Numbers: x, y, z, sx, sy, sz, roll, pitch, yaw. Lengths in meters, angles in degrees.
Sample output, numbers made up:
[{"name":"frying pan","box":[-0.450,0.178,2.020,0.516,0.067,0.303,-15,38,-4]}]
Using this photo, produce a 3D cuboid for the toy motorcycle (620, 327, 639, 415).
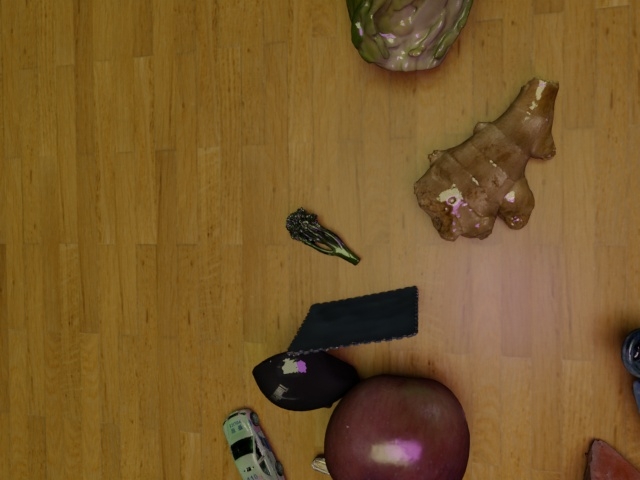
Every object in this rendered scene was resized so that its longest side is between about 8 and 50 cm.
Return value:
[{"name":"toy motorcycle","box":[0.718,0.295,0.944,0.182,0.240,0.320,-16,94,54]}]

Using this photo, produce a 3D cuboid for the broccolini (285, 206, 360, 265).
[{"name":"broccolini","box":[0.007,-0.004,1.164,0.202,0.068,0.091,33,112,-4]}]

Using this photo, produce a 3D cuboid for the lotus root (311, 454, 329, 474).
[{"name":"lotus root","box":[0.021,0.547,1.176,0.083,0.030,0.038,15,93,12]}]

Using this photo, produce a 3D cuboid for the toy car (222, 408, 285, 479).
[{"name":"toy car","box":[-0.172,0.536,1.202,0.090,0.076,0.224,-29,85,15]}]

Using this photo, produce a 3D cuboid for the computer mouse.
[{"name":"computer mouse","box":[-0.026,0.320,1.063,0.170,0.269,0.100,-23,57,21]}]

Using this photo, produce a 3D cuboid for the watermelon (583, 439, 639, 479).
[{"name":"watermelon","box":[0.605,0.574,0.921,0.282,0.250,0.293,-21,89,9]}]

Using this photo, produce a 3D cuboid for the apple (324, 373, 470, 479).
[{"name":"apple","box":[0.155,0.411,1.016,0.305,0.306,0.235,-3,54,14]}]

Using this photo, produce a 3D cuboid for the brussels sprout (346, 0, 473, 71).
[{"name":"brussels sprout","box":[0.189,-0.545,0.975,0.275,0.315,0.372,-1,129,-10]}]

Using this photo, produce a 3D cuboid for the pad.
[{"name":"pad","box":[0.079,0.166,1.033,0.269,0.269,0.012,-11,101,16]}]

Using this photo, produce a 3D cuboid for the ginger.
[{"name":"ginger","box":[0.380,-0.150,1.001,0.375,0.166,0.236,-40,73,18]}]
